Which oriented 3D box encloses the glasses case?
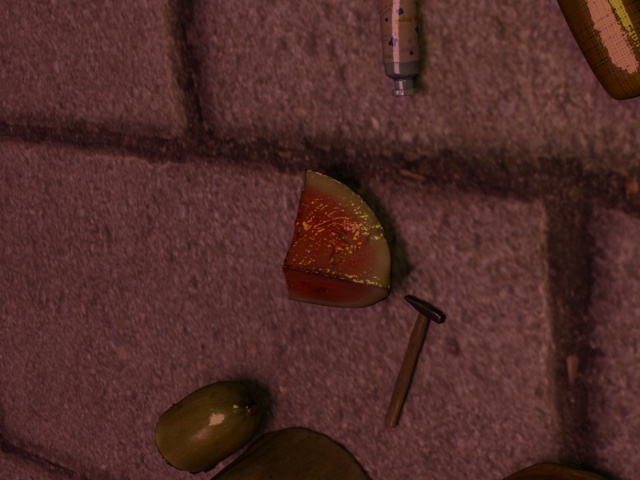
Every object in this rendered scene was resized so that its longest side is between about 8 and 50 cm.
[{"bbox_3d":[0.279,-0.254,1.128,0.079,0.064,0.234,-27,84,38],"label":"glasses case"}]

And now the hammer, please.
[{"bbox_3d":[0.112,0.163,1.462,0.062,0.013,0.198,34,124,31],"label":"hammer"}]

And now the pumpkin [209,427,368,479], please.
[{"bbox_3d":[-0.068,0.452,1.606,0.332,0.199,0.332,13,109,40],"label":"pumpkin"}]

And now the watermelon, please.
[{"bbox_3d":[0.015,-0.001,1.450,0.193,0.137,0.145,-9,62,45],"label":"watermelon"}]

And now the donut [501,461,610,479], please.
[{"bbox_3d":[0.262,0.379,1.312,0.261,0.128,0.208,-45,71,41],"label":"donut"}]

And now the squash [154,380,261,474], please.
[{"bbox_3d":[-0.159,0.276,1.684,0.187,0.123,0.123,-36,78,45],"label":"squash"}]

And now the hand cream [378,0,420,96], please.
[{"bbox_3d":[0.094,-0.257,1.319,0.065,0.043,0.170,3,101,42],"label":"hand cream"}]
